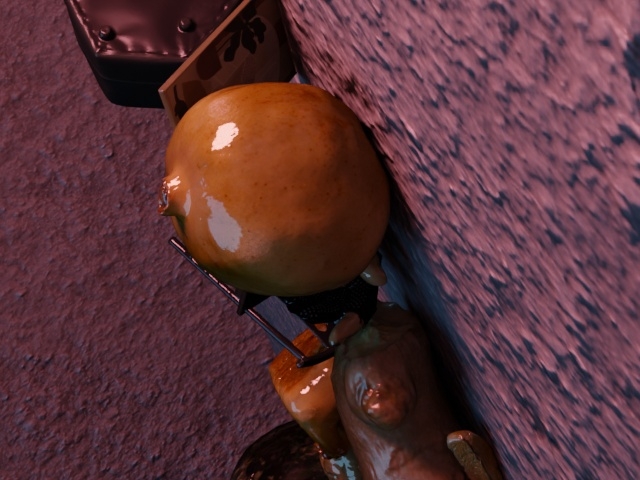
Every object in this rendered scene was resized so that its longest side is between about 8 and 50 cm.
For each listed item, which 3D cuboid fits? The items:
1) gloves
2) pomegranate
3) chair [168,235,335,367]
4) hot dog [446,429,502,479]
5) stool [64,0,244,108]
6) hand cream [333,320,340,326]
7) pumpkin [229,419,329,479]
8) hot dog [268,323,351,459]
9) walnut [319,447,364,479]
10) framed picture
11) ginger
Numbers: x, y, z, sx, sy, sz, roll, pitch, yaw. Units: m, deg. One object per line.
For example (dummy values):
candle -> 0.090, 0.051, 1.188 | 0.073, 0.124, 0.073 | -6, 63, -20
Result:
gloves -> 0.016, 0.048, 1.273 | 0.106, 0.129, 0.180 | 66, -163, -52
pomegranate -> -0.045, -0.052, 1.160 | 0.233, 0.233, 0.233 | 63, 171, 18
chair -> -0.051, 0.017, 1.467 | 0.260, 0.154, 0.141 | 41, 140, 21
hot dog -> 0.167, 0.230, 1.236 | 0.030, 0.034, 0.090 | -12, 121, 40
stool -> -0.205, -0.285, 1.476 | 0.232, 0.232, 0.141 | 62, 168, 20
hand cream -> 0.000, 0.000, 1.564 | 0.091, 0.058, 0.271 | 29, 140, 57
pumpkin -> 0.013, 0.522, 1.956 | 0.454, 0.344, 0.454 | 172, 90, -83
hot dog -> 0.021, 0.215, 1.627 | 0.153, 0.150, 0.257 | 46, 178, -10
walnut -> 0.073, 0.323, 1.737 | 0.166, 0.149, 0.166 | 32, 177, 2
framed picture -> -0.094, -0.172, 1.254 | 0.010, 0.201, 0.136 | 18, 144, 30
ginger -> 0.089, 0.198, 1.278 | 0.221, 0.130, 0.275 | 77, 169, -75
